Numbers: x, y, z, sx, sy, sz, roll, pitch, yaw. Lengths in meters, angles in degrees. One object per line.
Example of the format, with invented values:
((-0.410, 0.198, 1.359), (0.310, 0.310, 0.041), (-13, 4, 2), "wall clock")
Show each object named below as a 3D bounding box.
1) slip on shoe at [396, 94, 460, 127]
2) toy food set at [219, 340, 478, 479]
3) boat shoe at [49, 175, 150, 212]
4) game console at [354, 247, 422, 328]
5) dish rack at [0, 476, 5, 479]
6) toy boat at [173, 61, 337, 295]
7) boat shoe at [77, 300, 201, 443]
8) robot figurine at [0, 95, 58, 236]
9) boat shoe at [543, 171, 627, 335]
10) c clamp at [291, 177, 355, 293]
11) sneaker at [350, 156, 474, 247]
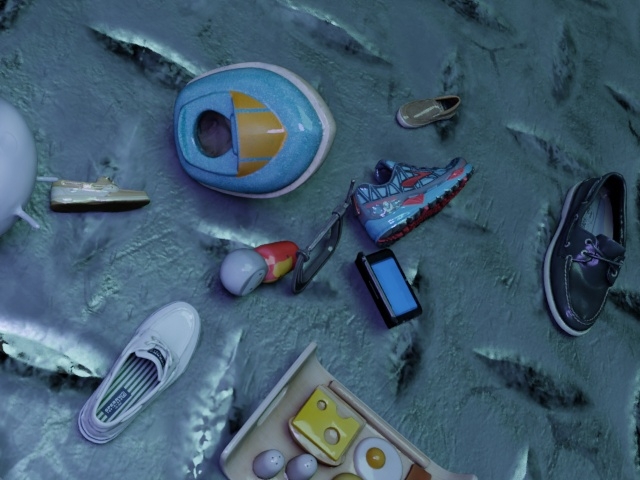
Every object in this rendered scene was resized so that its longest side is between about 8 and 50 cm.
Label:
((0.198, -0.237, 1.489), (0.135, 0.041, 0.051), (-11, 73, -32), "slip on shoe")
((0.044, 0.306, 1.103), (0.306, 0.092, 0.220), (41, 54, 0), "toy food set")
((-0.302, -0.066, 1.128), (0.135, 0.050, 0.045), (-1, 73, -29), "boat shoe")
((0.111, 0.068, 1.281), (0.071, 0.107, 0.122), (-26, 79, -6), "game console")
((-0.397, 0.328, 0.808), (0.333, 0.072, 0.285), (40, 95, -7), "dish rack")
((-0.098, -0.088, 1.152), (0.148, 0.267, 0.318), (-20, 106, -55), "toy boat")
((-0.216, 0.162, 1.050), (0.083, 0.076, 0.226), (37, 55, -9), "boat shoe")
((-0.488, -0.108, 0.955), (0.353, 0.200, 0.300), (22, 40, -18), "robot figurine")
((0.501, 0.011, 1.492), (0.127, 0.113, 0.340), (34, 55, -11), "boat shoe")
((0.000, 0.000, 1.220), (0.022, 0.137, 0.161), (28, 58, 15), "c clamp")
((0.153, -0.098, 1.361), (0.262, 0.104, 0.125), (-32, 78, -40), "sneaker")
